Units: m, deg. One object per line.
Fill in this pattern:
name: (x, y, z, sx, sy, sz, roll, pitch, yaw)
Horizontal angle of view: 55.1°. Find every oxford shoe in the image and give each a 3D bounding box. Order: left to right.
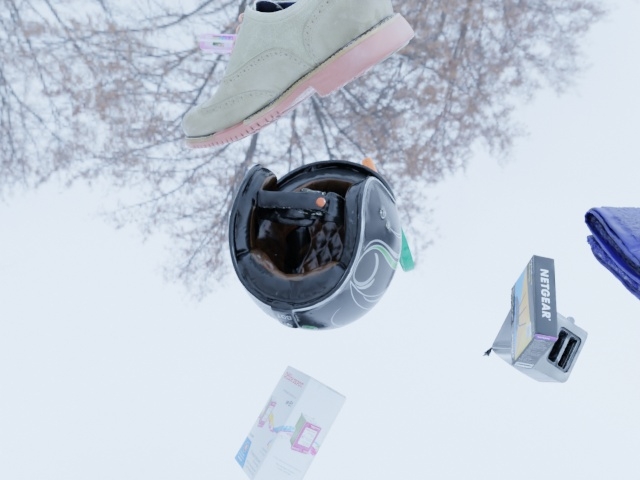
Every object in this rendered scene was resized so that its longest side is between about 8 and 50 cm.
oxford shoe: (-0.067, -0.244, 0.837, 0.397, 0.146, 0.140, -21, -161, 35)

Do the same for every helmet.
helmet: (0.000, 0.000, 0.584, 0.169, 0.169, 0.161, 26, -177, 17)

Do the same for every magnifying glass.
magnifying glass: (0.119, -0.048, 1.101, 0.026, 0.092, 0.231, -18, -115, 3)

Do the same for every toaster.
toaster: (0.518, 0.242, 1.471, 0.168, 0.110, 0.185, 34, -105, -5)

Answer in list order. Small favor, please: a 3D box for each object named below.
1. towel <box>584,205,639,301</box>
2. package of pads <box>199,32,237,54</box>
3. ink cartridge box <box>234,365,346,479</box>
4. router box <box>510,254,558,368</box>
towel: (0.539, 0.028, 0.816, 0.308, 0.076, 0.227, 0, -150, -4)
package of pads: (-0.173, -0.358, 1.121, 0.083, 0.032, 0.050, 7, -176, 13)
ink cartridge box: (-0.034, 0.205, 0.671, 0.052, 0.088, 0.122, 35, -104, -15)
router box: (0.409, 0.137, 1.184, 0.046, 0.133, 0.179, 11, -127, 2)
